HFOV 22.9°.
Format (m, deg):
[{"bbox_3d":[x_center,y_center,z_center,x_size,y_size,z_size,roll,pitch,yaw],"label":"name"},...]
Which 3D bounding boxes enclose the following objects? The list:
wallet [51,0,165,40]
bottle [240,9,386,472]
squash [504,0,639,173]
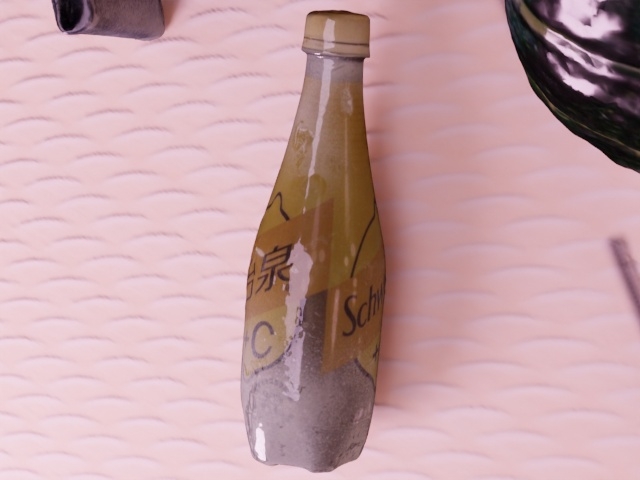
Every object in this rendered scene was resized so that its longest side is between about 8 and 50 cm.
[{"bbox_3d":[-0.144,-0.228,0.935,0.036,0.167,0.222,-13,93,10],"label":"wallet"},{"bbox_3d":[0.000,0.000,0.927,0.083,0.083,0.269,12,104,30],"label":"bottle"},{"bbox_3d":[0.186,-0.149,0.685,0.165,0.252,0.252,35,115,17],"label":"squash"}]
